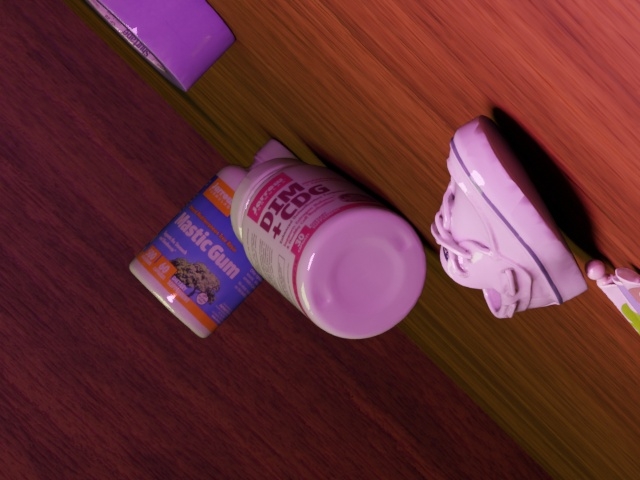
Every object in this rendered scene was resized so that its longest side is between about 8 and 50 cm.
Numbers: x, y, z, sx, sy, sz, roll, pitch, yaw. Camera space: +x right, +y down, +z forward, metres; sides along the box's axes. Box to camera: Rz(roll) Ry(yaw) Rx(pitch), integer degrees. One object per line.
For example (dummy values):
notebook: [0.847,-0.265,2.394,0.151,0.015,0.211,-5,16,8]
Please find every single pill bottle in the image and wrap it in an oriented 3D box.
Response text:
pill bottle: [-0.122,-0.009,2.728,0.152,0.272,0.152,43,177,2]
pill bottle: [0.000,0.000,2.357,0.160,0.160,0.283,45,176,-28]

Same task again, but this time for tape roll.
tape roll: [-0.186,-0.253,2.113,0.189,0.080,0.189,43,176,3]

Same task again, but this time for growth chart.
growth chart: [0.270,0.080,1.356,0.172,0.021,0.237,46,175,-26]

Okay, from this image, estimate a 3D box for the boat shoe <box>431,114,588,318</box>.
boat shoe: [0.122,-0.001,1.365,0.095,0.084,0.258,65,-173,30]
